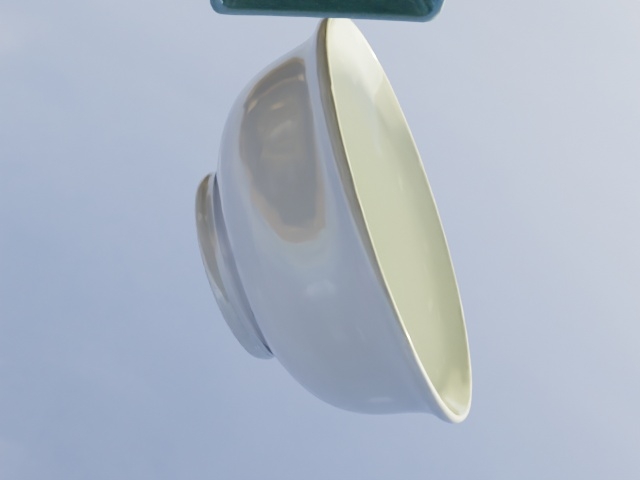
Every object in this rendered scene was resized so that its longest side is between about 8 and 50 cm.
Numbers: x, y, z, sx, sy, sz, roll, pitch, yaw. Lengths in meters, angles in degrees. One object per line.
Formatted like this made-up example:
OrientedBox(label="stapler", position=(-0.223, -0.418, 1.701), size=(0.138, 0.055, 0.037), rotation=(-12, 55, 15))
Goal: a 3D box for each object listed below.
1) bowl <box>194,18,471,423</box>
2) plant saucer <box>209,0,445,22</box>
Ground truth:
OrientedBox(label="bowl", position=(0.000, 0.000, 0.926), size=(0.134, 0.298, 0.298), rotation=(-17, -149, 13))
OrientedBox(label="plant saucer", position=(0.022, -0.130, 0.294), size=(0.067, 0.192, 0.018), rotation=(-1, -131, -20))
